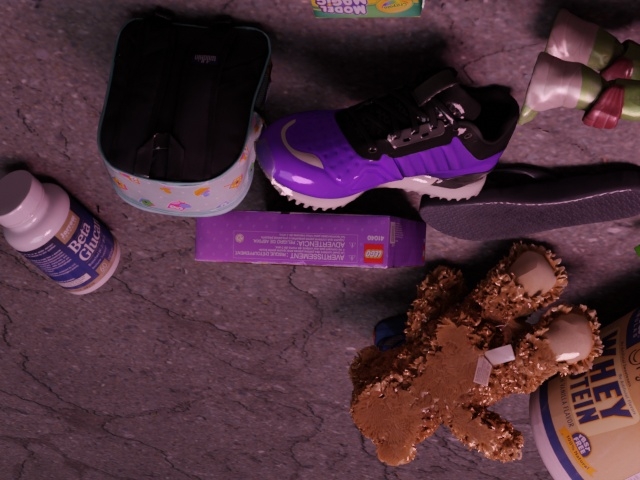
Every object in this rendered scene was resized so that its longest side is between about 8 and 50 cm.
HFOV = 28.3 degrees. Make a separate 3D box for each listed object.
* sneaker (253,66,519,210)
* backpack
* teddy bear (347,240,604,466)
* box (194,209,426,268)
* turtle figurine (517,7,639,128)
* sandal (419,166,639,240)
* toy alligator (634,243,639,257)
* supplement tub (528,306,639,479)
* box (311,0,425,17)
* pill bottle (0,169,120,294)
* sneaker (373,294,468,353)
[{"bbox_3d":[0.076,-0.115,1.246,0.293,0.102,0.146,-5,149,-36],"label":"sneaker"},{"bbox_3d":[-0.136,-0.114,1.270,0.165,0.188,0.144,8,148,1],"label":"backpack"},{"bbox_3d":[0.190,0.145,1.571,0.245,0.113,0.338,41,113,14],"label":"teddy bear"},{"bbox_3d":[0.000,0.000,1.404,0.201,0.057,0.293,3,180,13],"label":"box"},{"bbox_3d":[0.318,-0.092,1.163,0.266,0.198,0.275,20,164,10],"label":"turtle figurine"},{"bbox_3d":[0.237,-0.048,1.417,0.254,0.054,0.097,-5,154,5],"label":"sandal"},{"bbox_3d":[0.423,-0.029,1.393,0.051,0.056,0.189,-21,168,-39],"label":"toy alligator"},{"bbox_3d":[0.434,0.184,1.538,0.228,0.228,0.316,27,136,-26],"label":"supplement tub"},{"bbox_3d":[0.034,-0.258,1.136,0.105,0.043,0.179,1,149,14],"label":"box"},{"bbox_3d":[-0.332,-0.012,1.572,0.094,0.094,0.169,-10,144,28],"label":"pill bottle"},{"bbox_3d":[0.159,0.139,1.690,0.083,0.087,0.221,30,143,-31],"label":"sneaker"}]
